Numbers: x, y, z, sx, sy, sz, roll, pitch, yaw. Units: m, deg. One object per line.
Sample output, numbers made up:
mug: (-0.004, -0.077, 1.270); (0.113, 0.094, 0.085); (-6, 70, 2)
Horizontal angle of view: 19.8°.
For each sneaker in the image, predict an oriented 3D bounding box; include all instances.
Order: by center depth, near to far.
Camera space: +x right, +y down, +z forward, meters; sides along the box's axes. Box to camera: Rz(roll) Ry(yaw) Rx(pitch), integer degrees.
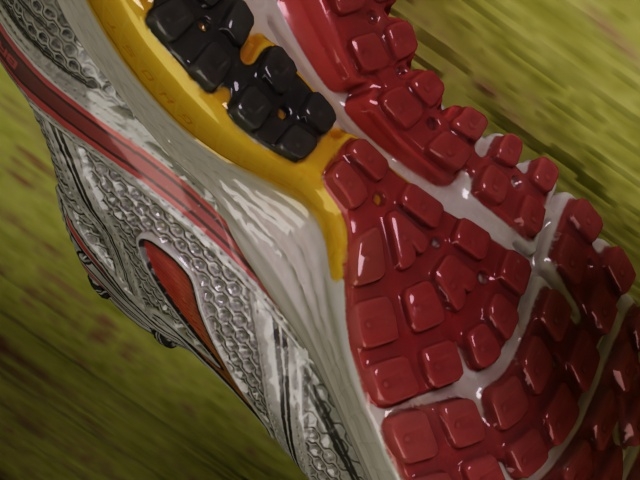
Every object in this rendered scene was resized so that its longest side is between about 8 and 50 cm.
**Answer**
sneaker: (0.000, 0.000, 0.423); (0.093, 0.088, 0.225); (-22, 102, 52)
